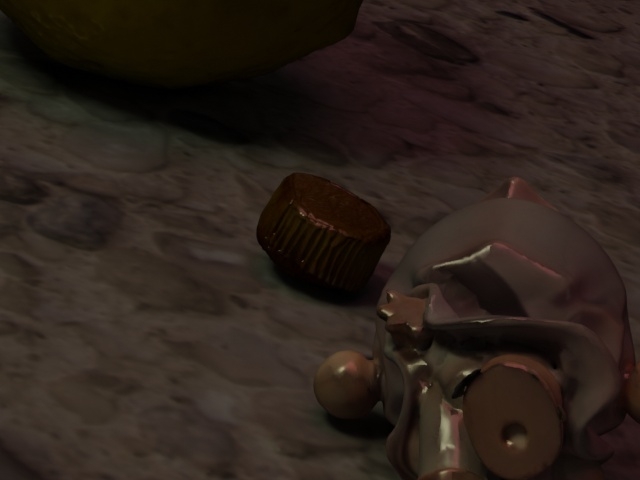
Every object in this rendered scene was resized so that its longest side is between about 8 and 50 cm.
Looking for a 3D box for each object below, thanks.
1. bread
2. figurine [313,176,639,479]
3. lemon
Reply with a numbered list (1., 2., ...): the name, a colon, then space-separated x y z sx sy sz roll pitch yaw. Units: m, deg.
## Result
1. bread: 0.000 0.000 1.106 0.085 0.053 0.085 23 22 -10
2. figurine: 0.091 0.062 0.903 0.200 0.133 0.276 -1 19 9
3. lemon: -0.106 -0.280 1.335 0.350 0.350 0.387 -7 24 -41
